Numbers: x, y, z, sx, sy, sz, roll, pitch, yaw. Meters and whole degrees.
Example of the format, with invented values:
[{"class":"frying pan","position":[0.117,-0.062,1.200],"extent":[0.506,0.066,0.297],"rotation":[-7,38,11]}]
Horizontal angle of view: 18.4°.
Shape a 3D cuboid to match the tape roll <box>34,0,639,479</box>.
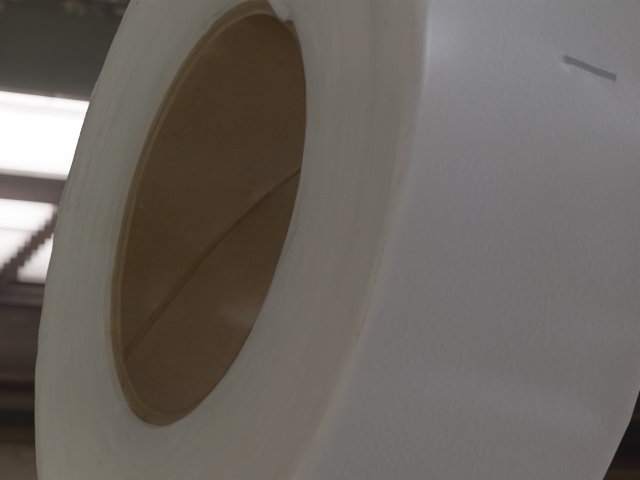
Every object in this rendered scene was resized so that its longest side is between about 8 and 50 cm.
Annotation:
[{"class":"tape roll","position":[0.000,0.000,0.683],"extent":[0.286,0.100,0.286],"rotation":[-41,-139,49]}]
